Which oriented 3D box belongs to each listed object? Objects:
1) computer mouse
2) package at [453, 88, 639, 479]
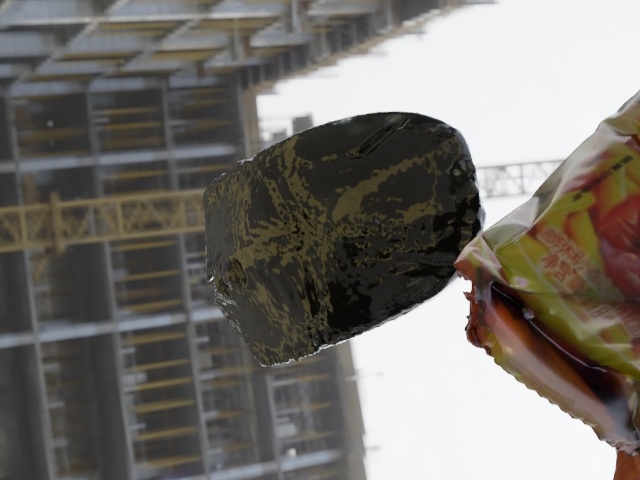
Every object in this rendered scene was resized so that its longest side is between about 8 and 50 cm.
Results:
[{"bbox_3d":[0.000,0.000,0.718,0.217,0.073,0.122,-24,-99,50],"label":"computer mouse"},{"bbox_3d":[0.191,-0.003,0.588,0.223,0.288,0.108,54,-11,-32],"label":"package"}]
